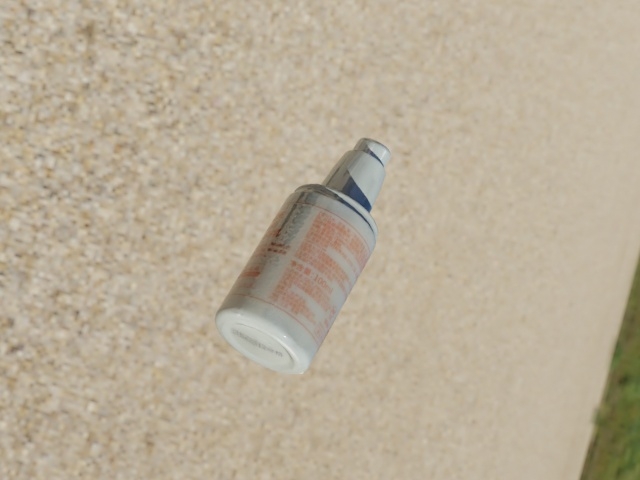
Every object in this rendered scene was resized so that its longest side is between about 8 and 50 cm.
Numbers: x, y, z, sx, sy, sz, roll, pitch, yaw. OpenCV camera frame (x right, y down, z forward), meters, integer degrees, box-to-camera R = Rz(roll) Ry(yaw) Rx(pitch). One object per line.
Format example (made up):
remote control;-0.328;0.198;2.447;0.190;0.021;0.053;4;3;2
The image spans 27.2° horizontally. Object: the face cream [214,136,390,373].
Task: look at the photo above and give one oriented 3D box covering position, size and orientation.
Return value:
face cream;0.000;0.000;1.264;0.252;0.101;0.101;-60;159;-25
